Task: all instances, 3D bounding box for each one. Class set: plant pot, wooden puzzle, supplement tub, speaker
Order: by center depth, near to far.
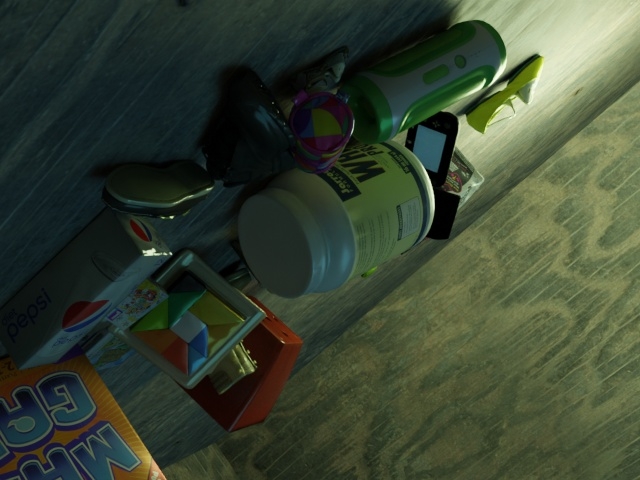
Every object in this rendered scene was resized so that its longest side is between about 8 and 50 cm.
[{"bbox_3d":[0.174,-0.270,1.541,0.296,0.131,0.131,-30,166,-26],"label":"speaker"},{"bbox_3d":[0.031,-0.043,1.715,0.324,0.235,0.235,-26,163,-39],"label":"supplement tub"},{"bbox_3d":[-0.252,0.159,1.754,0.221,0.044,0.238,-45,121,5],"label":"wooden puzzle"},{"bbox_3d":[-0.200,0.276,2.227,0.236,0.267,0.267,-51,165,6],"label":"plant pot"}]

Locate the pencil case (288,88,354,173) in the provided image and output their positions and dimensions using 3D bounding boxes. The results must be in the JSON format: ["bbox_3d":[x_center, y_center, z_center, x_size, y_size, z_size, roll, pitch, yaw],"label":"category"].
[{"bbox_3d":[-0.005,-0.166,1.416,0.104,0.104,0.236,-35,178,-6],"label":"pencil case"}]

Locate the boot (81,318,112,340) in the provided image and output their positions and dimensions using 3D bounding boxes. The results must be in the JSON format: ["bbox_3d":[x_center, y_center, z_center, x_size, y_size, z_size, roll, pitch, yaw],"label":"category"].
[{"bbox_3d":[-0.406,0.142,1.648,0.087,0.042,0.118,-17,156,-50],"label":"boot"}]

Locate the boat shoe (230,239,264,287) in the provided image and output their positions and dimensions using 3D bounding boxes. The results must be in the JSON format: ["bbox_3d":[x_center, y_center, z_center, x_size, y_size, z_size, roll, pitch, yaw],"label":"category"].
[{"bbox_3d":[-0.110,0.026,1.890,0.103,0.113,0.302,-37,178,-5],"label":"boat shoe"}]

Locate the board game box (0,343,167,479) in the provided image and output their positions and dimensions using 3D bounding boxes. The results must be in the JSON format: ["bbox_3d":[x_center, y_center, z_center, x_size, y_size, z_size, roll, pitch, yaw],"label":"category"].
[{"bbox_3d":[-0.555,0.446,1.612,0.356,0.357,0.356,-21,160,-50],"label":"board game box"}]

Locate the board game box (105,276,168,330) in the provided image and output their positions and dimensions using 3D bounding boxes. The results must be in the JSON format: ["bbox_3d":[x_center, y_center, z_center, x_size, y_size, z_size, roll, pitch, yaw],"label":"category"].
[{"bbox_3d":[-0.342,0.093,1.584,0.103,0.026,0.154,-37,151,0],"label":"board game box"}]

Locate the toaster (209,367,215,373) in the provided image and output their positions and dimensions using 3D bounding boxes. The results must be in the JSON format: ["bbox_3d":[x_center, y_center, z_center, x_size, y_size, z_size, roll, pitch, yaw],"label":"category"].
[{"bbox_3d":[-0.257,0.184,1.895,0.185,0.110,0.168,8,123,-55],"label":"toaster"}]

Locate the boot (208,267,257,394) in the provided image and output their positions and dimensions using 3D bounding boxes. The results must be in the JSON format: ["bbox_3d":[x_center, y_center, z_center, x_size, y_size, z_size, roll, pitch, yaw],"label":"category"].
[{"bbox_3d":[-0.199,0.202,2.030,0.262,0.203,0.095,-44,165,28],"label":"boot"}]

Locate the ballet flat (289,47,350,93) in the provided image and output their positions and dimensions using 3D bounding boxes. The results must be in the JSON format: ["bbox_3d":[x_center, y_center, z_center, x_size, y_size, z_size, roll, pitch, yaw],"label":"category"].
[{"bbox_3d":[0.007,-0.248,1.371,0.114,0.041,0.041,-32,166,-21],"label":"ballet flat"}]

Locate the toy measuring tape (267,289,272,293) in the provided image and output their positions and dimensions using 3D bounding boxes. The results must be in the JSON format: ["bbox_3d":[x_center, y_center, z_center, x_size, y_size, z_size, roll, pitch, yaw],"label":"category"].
[{"bbox_3d":[0.000,0.000,2.075,0.330,0.121,0.121,-47,166,6],"label":"toy measuring tape"}]

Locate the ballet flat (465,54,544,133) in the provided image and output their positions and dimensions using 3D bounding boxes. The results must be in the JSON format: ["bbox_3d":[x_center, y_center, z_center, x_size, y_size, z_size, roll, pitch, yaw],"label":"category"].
[{"bbox_3d":[0.444,-0.332,2.130,0.231,0.077,0.077,-38,166,5],"label":"ballet flat"}]

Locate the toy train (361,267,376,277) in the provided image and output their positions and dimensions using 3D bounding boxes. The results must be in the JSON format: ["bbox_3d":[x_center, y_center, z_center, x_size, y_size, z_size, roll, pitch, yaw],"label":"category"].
[{"bbox_3d":[0.086,0.038,2.335,0.105,0.143,0.248,-21,160,-48],"label":"toy train"}]

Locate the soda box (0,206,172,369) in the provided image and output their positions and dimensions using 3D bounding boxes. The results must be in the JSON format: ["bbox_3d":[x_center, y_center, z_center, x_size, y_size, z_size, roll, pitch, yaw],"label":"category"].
[{"bbox_3d":[-0.365,0.073,1.392,0.286,0.098,0.091,-40,166,17],"label":"soda box"}]

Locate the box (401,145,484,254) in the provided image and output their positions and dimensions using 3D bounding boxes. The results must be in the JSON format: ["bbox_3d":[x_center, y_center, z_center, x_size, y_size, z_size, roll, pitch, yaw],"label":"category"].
[{"bbox_3d":[0.241,-0.108,2.184,0.142,0.163,0.247,-29,165,-37],"label":"box"}]

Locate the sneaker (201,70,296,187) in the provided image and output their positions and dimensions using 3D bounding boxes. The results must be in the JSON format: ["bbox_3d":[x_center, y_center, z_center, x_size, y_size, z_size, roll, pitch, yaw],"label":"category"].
[{"bbox_3d":[-0.109,-0.140,1.317,0.130,0.109,0.286,-29,164,-7],"label":"sneaker"}]

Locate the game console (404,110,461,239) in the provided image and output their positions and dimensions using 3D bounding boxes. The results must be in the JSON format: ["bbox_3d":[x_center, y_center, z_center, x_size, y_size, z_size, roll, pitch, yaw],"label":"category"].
[{"bbox_3d":[0.208,-0.148,1.977,0.361,0.213,0.044,97,12,-49],"label":"game console"}]

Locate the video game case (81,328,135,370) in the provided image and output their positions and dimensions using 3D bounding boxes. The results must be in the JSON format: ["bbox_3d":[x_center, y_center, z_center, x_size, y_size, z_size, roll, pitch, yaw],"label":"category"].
[{"bbox_3d":[-0.417,0.209,1.889,0.193,0.023,0.212,-41,167,18],"label":"video game case"}]

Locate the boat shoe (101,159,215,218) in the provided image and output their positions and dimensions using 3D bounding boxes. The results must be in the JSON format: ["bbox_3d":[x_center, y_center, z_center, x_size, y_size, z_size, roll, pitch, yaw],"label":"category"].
[{"bbox_3d":[-0.234,-0.062,1.295,0.069,0.081,0.227,-47,166,24],"label":"boat shoe"}]
